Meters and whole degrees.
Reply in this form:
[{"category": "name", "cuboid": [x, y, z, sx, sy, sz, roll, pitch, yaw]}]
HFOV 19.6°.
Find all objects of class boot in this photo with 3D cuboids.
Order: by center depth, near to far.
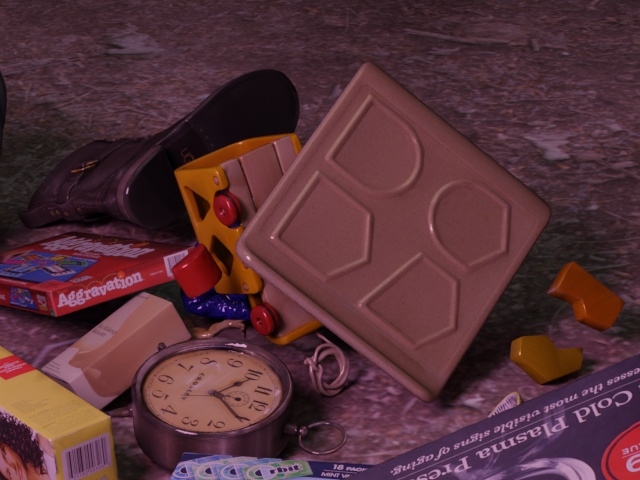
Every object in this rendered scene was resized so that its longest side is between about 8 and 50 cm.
[{"category": "boot", "cuboid": [-0.172, -0.095, 1.922, 0.263, 0.091, 0.229, -37, 22, -27]}]

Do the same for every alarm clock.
[{"category": "alarm clock", "cuboid": [-0.069, 0.142, 1.486, 0.192, 0.064, 0.129, 12, 34, 21]}]

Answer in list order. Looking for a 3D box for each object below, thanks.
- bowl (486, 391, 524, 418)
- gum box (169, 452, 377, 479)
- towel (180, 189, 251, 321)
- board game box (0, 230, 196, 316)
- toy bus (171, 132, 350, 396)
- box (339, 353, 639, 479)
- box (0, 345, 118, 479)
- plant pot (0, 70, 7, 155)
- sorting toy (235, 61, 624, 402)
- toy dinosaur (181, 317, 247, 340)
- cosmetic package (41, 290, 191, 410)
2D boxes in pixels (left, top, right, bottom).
[{"category": "bowl", "cuboid": [0.126, 0.196, 1.272, 0.080, 0.170, 0.170, 30, 27, -2]}, {"category": "gum box", "cuboid": [-0.049, 0.220, 1.341, 0.157, 0.041, 0.184, 2, 24, 13]}, {"category": "towel", "cuboid": [0.000, 0.000, 1.790, 0.227, 0.076, 0.308, -3, 22, 9]}, {"category": "board game box", "cuboid": [-0.237, 0.028, 1.722, 0.145, 0.027, 0.281, -17, 11, -29]}, {"category": "toy bus", "cuboid": [-0.049, 0.008, 1.593, 0.191, 0.202, 0.104, 29, -16, -31]}, {"category": "box", "cuboid": [0.111, 0.248, 0.971, 0.343, 0.179, 0.312, -24, 25, 4]}, {"category": "box", "cuboid": [-0.249, 0.144, 1.488, 0.058, 0.087, 0.232, -21, 28, -33]}, {"category": "plant pot", "cuboid": [-0.446, -0.063, 1.790, 0.293, 0.293, 0.196, -7, 51, -6]}, {"category": "sorting toy", "cuboid": [0.100, 0.022, 1.567, 0.229, 0.307, 0.041, -56, 10, -26]}, {"category": "toy dinosaur", "cuboid": [-0.108, 0.092, 1.621, 0.092, 0.053, 0.183, -3, 24, 5]}, {"category": "cosmetic package", "cuboid": [-0.174, 0.096, 1.584, 0.115, 0.041, 0.060, -40, 28, -23]}]
